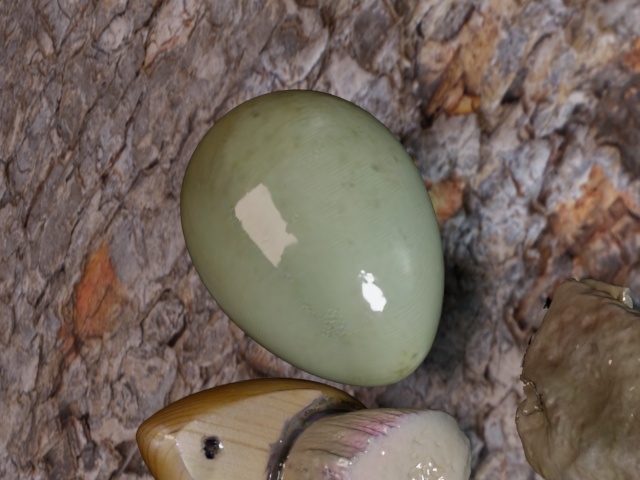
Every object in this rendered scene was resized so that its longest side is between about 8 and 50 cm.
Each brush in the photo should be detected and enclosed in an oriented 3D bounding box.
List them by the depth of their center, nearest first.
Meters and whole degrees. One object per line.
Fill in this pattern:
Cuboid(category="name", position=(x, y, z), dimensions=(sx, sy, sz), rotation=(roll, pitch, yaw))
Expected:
Cuboid(category="brush", position=(-0.016, 0.200, 1.175), dimensions=(0.166, 0.266, 0.174), rotation=(-4, 70, 53))

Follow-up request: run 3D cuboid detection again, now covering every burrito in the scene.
Cuboid(category="burrito", position=(0.262, 0.142, 0.969), dimensions=(0.347, 0.107, 0.175), rotation=(32, 121, 52))

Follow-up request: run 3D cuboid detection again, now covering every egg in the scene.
Cuboid(category="egg", position=(0.000, 0.000, 1.234), dimensions=(0.218, 0.218, 0.295), rotation=(-53, 56, 31))
